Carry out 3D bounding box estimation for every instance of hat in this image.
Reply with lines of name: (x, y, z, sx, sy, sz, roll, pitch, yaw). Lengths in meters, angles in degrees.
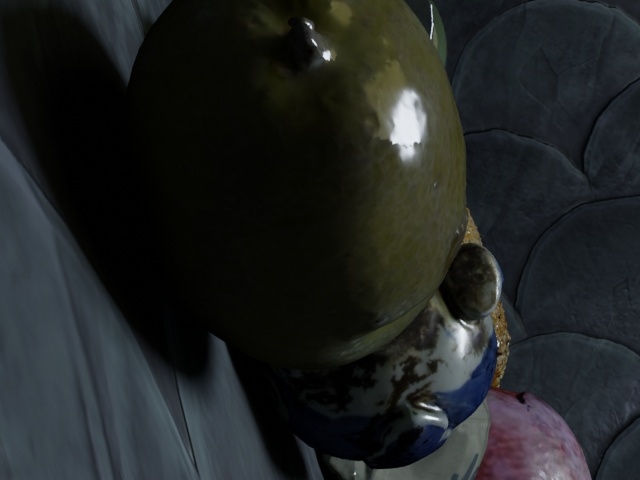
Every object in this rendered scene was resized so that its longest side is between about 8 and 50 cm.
hat: (0.099, 0.177, 1.016, 0.245, 0.149, 0.214, 46, 2, 5)

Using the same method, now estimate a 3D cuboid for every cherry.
cherry: (0.143, 0.238, 1.195, 0.192, 0.175, 0.250, 84, 0, -47)

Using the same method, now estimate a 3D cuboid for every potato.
potato: (-0.013, -0.038, 0.620, 0.174, 0.159, 0.251, 45, -11, 8)

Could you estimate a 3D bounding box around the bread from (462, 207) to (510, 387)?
bread: (0.091, 0.050, 1.383, 0.305, 0.158, 0.306, -21, 90, -85)

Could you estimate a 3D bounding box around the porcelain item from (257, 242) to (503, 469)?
porcelain item: (0.000, 0.000, 0.851, 0.186, 0.138, 0.288, 109, -40, -70)

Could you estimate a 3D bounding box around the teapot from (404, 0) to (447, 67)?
teapot: (0.022, -0.178, 1.483, 0.337, 0.200, 0.271, -33, 137, -83)
